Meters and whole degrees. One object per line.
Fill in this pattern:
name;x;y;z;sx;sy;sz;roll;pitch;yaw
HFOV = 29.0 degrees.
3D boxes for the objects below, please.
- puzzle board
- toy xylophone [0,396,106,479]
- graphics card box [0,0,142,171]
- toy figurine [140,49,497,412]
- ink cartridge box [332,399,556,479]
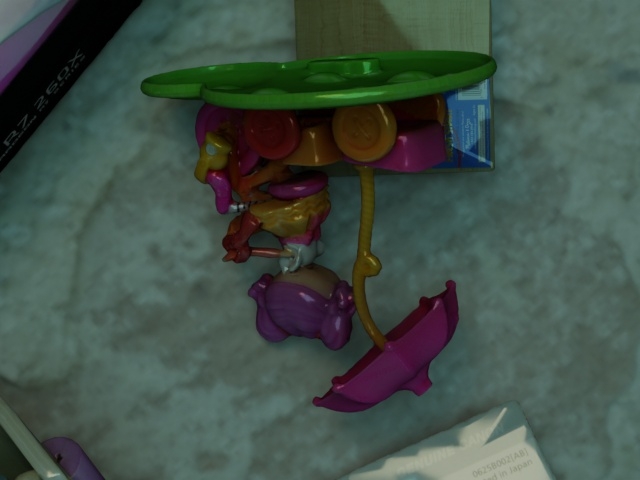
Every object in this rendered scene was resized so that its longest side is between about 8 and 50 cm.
puzzle board;0.036;-0.096;0.606;0.096;0.011;0.128;-1;96;10
toy xylophone;-0.241;0.152;0.504;0.322;0.236;0.081;-33;47;2
graphics card box;-0.257;-0.088;0.572;0.233;0.094;0.371;39;83;2
toy figurine;0.000;0.000;0.571;0.173;0.130;0.159;4;107;31
ink cartridge box;0.061;0.220;0.576;0.189;0.066;0.232;-25;65;4
